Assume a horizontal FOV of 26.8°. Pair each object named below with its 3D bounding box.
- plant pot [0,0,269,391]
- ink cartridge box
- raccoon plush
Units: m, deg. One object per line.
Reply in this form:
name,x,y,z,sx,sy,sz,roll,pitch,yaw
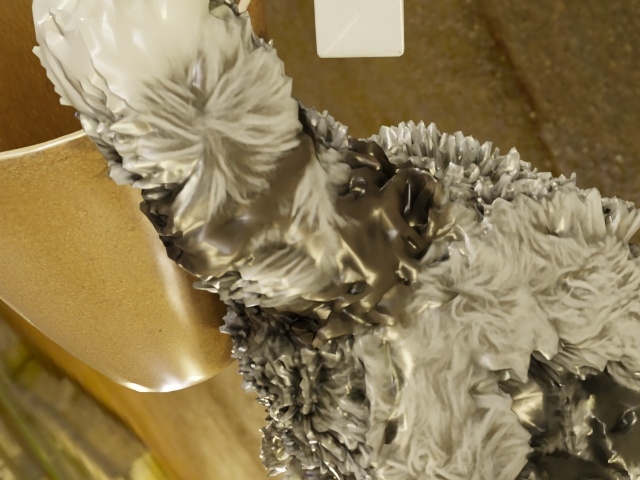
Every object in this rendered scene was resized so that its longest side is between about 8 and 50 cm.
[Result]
plant pot,-0.118,-0.035,0.787,0.237,0.237,0.254,39,157,42
ink cartridge box,0.013,-0.095,0.446,0.083,0.028,0.048,-84,-8,-67
raccoon plush,0.000,0.000,0.738,0.446,0.216,0.299,58,160,-23
